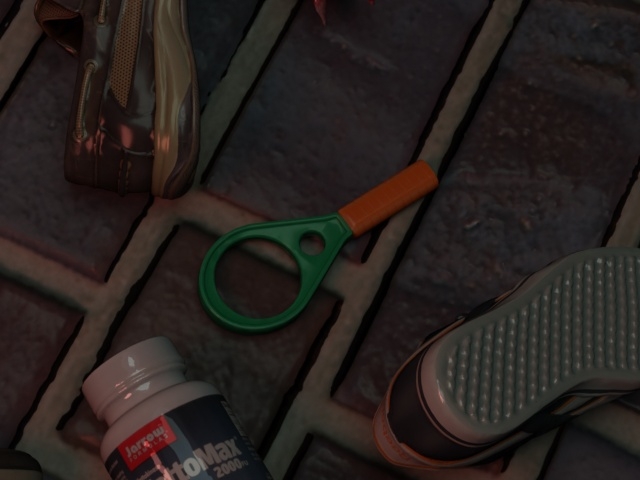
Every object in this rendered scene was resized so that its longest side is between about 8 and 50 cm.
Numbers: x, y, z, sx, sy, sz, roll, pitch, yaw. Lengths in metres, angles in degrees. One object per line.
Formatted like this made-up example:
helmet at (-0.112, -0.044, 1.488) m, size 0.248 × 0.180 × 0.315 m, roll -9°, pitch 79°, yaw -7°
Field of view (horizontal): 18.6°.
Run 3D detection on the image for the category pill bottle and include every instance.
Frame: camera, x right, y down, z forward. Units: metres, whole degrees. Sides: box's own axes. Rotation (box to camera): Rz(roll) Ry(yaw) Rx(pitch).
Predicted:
pill bottle at (-0.107, 0.170, 1.504) m, size 0.108 × 0.108 × 0.180 m, roll -28°, pitch 74°, yaw -17°

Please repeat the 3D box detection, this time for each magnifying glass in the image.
magnifying glass at (0.000, 0.000, 1.635) m, size 0.231 × 0.026 × 0.092 m, roll -32°, pitch 75°, yaw -16°

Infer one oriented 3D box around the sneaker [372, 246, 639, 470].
sneaker at (0.170, 0.095, 1.574) m, size 0.321 × 0.127 × 0.126 m, roll -16°, pitch 75°, yaw -40°

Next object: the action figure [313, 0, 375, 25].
action figure at (-0.032, -0.368, 1.713) m, size 0.248 × 0.276 × 0.370 m, roll -9°, pitch 90°, yaw -12°

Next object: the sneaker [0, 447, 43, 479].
sneaker at (-0.319, 0.134, 1.503) m, size 0.222 × 0.083 × 0.118 m, roll 7°, pitch 67°, yaw -3°

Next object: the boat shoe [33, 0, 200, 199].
boat shoe at (-0.175, -0.205, 1.637) m, size 0.130 × 0.132 × 0.355 m, roll -3°, pitch 67°, yaw -9°
